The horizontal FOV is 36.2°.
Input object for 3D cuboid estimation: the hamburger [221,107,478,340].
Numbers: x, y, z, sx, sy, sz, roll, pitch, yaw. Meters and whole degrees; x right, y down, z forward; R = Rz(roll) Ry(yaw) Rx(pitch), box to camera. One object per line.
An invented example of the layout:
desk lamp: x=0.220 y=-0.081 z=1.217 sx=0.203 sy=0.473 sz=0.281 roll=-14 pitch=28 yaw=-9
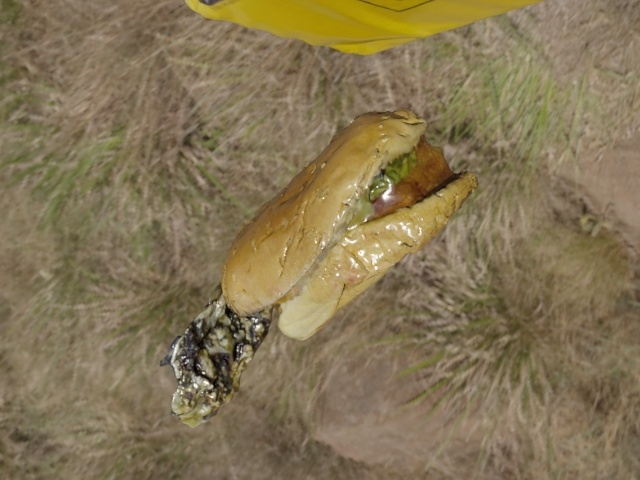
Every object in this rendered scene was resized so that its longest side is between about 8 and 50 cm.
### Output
hamburger: x=0.000 y=0.000 z=0.853 sx=0.124 sy=0.131 sz=0.262 roll=47 pitch=128 yaw=1

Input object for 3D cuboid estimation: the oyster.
oyster: x=-0.124 y=0.145 z=1.275 sx=0.083 sy=0.214 sz=0.223 roll=28 pitch=156 yaw=15

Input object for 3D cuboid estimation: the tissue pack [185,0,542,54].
tissue pack: x=0.096 y=-0.300 z=0.592 sx=0.382 sy=0.228 sz=0.293 roll=-5 pitch=82 yaw=51
